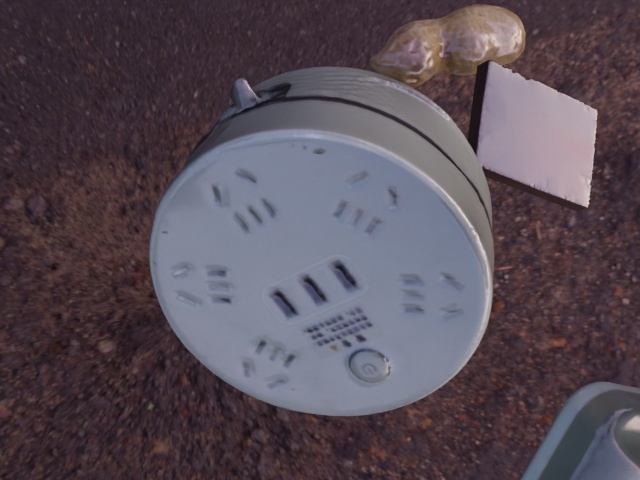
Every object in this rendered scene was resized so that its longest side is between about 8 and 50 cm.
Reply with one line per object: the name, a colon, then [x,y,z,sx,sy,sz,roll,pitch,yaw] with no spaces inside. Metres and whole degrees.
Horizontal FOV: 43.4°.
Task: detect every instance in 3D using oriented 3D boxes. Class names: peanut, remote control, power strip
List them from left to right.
power strip: [0.000,0.000,0.814,0.357,0.161,0.358,6,123,9]
peanut: [0.163,-0.251,1.044,0.227,0.104,0.086,-17,123,-19]
remote control: [0.276,0.182,0.571,0.335,0.065,0.128,15,110,-32]

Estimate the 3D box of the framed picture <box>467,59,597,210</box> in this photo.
framed picture: [0.245,-0.118,0.921,0.168,0.023,0.128,17,74,-24]
